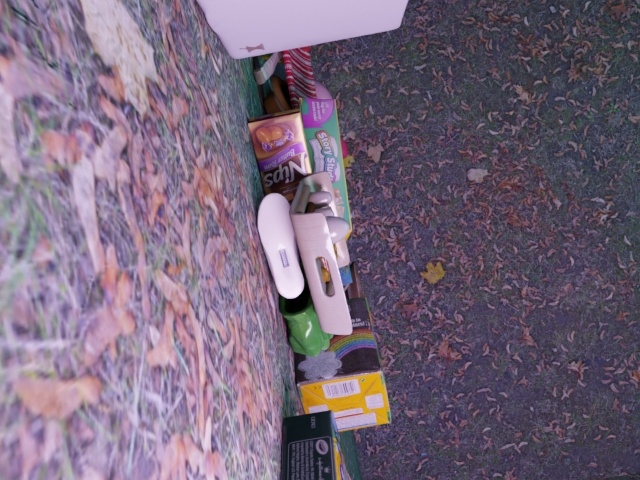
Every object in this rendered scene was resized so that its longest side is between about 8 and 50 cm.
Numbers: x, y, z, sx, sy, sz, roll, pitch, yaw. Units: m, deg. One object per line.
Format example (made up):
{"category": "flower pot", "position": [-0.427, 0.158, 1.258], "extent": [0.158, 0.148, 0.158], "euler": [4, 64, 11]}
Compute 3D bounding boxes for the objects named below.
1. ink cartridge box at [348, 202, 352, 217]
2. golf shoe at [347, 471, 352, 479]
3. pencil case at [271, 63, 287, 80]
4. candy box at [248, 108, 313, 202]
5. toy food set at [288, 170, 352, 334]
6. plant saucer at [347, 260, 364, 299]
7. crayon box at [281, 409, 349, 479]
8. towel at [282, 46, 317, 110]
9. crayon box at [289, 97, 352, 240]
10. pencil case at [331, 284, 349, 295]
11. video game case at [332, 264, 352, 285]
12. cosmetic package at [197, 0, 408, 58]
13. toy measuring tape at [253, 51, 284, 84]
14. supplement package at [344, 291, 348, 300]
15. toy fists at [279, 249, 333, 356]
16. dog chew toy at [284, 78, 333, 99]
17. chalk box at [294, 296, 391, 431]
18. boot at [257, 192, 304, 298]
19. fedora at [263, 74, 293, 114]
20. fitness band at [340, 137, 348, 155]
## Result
{"category": "ink cartridge box", "position": [0.006, -0.199, 2.030], "extent": [0.226, 0.131, 0.306], "euler": [44, 18, -25]}
{"category": "golf shoe", "position": [0.062, 0.640, 1.243], "extent": [0.086, 0.067, 0.186], "euler": [-100, 178, -65]}
{"category": "pencil case", "position": [-0.145, -0.703, 1.743], "extent": [0.273, 0.124, 0.114], "euler": [78, 2, -57]}
{"category": "candy box", "position": [-0.077, -0.172, 1.027], "extent": [0.053, 0.109, 0.187], "euler": [-98, 176, -63]}
{"category": "toy food set", "position": [0.022, 0.006, 0.919], "extent": [0.306, 0.092, 0.220], "euler": [-80, 156, -69]}
{"category": "plant saucer", "position": [0.145, 0.237, 1.925], "extent": [0.310, 0.050, 0.311], "euler": [-11, 90, -85]}
{"category": "crayon box", "position": [0.015, 0.448, 0.719], "extent": [0.203, 0.083, 0.323], "euler": [-96, 175, -66]}
{"category": "towel", "position": [-0.052, -0.453, 1.376], "extent": [0.199, 0.031, 0.275], "euler": [-2, 81, -70]}
{"category": "crayon box", "position": [-0.017, -0.127, 1.274], "extent": [0.313, 0.106, 0.363], "euler": [111, -25, -65]}
{"category": "pencil case", "position": [0.026, 0.078, 1.886], "extent": [0.410, 0.159, 0.184], "euler": [-92, 176, -75]}
{"category": "video game case", "position": [0.000, 0.000, 1.562], "extent": [0.269, 0.061, 0.245], "euler": [32, 43, -54]}
{"category": "cosmetic package", "position": [-0.048, -0.546, 0.739], "extent": [0.329, 0.327, 0.394], "euler": [-55, 136, -87]}
{"category": "toy measuring tape", "position": [-0.156, -0.535, 1.376], "extent": [0.121, 0.121, 0.330], "euler": [77, 25, -44]}
{"category": "supplement package", "position": [0.055, 0.291, 1.915], "extent": [0.244, 0.133, 0.139], "euler": [-95, 173, -70]}
{"category": "toy fists", "position": [-0.031, 0.121, 1.034], "extent": [0.279, 0.096, 0.142], "euler": [-96, 162, -56]}
{"category": "dog chew toy", "position": [-0.072, -0.465, 1.659], "extent": [0.332, 0.206, 0.207], "euler": [-113, -171, -59]}
{"category": "chalk box", "position": [0.042, 0.258, 1.110], "extent": [0.289, 0.180, 0.179], "euler": [-95, 174, -56]}
{"category": "boot", "position": [-0.078, 0.008, 0.889], "extent": [0.086, 0.069, 0.190], "euler": [-155, -124, -76]}
{"category": "fedora", "position": [-0.107, -0.374, 1.388], "extent": [0.194, 0.079, 0.194], "euler": [54, 19, -29]}
{"category": "fitness band", "position": [-0.024, -0.294, 1.546], "extent": [0.291, 0.208, 0.054], "euler": [-6, 99, -75]}
